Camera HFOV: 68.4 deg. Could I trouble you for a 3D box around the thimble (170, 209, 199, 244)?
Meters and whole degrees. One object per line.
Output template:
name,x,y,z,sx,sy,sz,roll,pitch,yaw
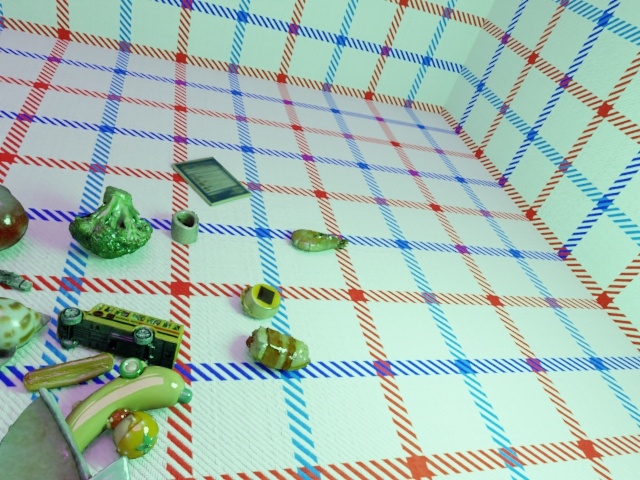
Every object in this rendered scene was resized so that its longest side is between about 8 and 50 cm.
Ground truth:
thimble,-0.514,-0.053,1.792,0.115,0.090,0.102,39,41,24

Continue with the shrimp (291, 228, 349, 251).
shrimp,0.001,-0.001,1.999,0.267,0.061,0.145,1,32,-21

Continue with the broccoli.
broccoli,-0.709,-0.057,1.608,0.261,0.242,0.269,20,3,32

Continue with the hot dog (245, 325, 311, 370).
hot dog,-0.132,0.348,1.477,0.213,0.103,0.146,26,15,-8

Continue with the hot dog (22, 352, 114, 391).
hot dog,-0.665,0.354,1.256,0.215,0.047,0.066,-12,76,-29

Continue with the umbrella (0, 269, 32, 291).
umbrella,-0.965,0.107,1.419,0.188,0.050,0.046,22,59,1

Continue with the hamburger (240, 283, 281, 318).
hamburger,-0.207,0.210,1.621,0.141,0.081,0.126,17,38,-25

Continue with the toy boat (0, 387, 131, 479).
toy boat,-0.583,0.520,1.004,0.293,0.111,0.276,33,69,13

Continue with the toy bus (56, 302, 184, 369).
toy bus,-0.569,0.266,1.352,0.335,0.121,0.123,17,28,-5

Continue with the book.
book,-0.492,-0.274,2.134,0.228,0.018,0.322,-21,53,-42

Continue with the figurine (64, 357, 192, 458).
figurine,-0.485,0.441,1.180,0.222,0.124,0.324,40,44,18

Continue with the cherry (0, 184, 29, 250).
cherry,-1.056,-0.068,1.462,0.239,0.206,0.239,22,39,-19

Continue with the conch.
conch,-0.851,0.237,1.231,0.275,0.183,0.148,-4,12,-38
